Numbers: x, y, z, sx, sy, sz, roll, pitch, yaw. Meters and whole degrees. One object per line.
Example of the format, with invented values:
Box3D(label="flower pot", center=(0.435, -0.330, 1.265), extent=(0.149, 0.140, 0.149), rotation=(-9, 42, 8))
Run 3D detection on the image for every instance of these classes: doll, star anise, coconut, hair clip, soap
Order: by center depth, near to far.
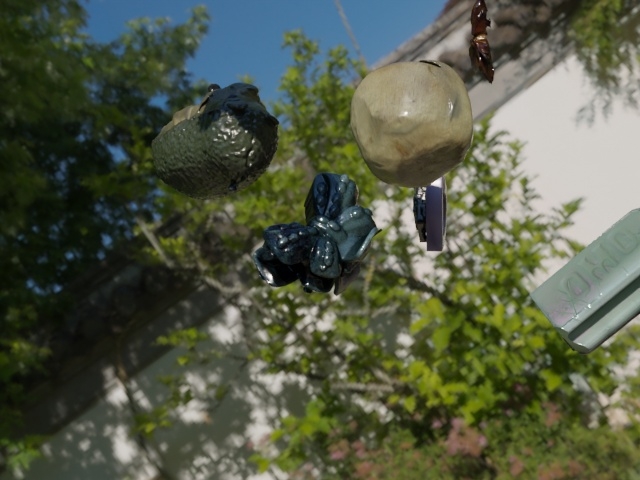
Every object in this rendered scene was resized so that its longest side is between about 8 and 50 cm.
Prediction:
Box3D(label="coconut", center=(0.153, -0.203, 1.567), extent=(0.224, 0.224, 0.224), rotation=(-36, -9, -7))
Box3D(label="soap", center=(0.503, 0.067, 1.627), extent=(0.261, 0.094, 0.150), rotation=(-42, 29, 10))
Box3D(label="doll", center=(-0.216, -0.212, 2.009), extent=(0.247, 0.247, 0.349), rotation=(-33, 14, -24))
Box3D(label="hair clip", center=(0.006, 0.001, 2.054), extent=(0.310, 0.206, 0.195), rotation=(-47, -14, -39))
Box3D(label="star anise", center=(0.391, -0.480, 2.303), extent=(0.053, 0.213, 0.157), rotation=(-9, -5, 1))

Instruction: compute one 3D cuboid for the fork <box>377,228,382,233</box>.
Box3D(label="fork", center=(0.059, 0.039, 2.379), extent=(0.235, 0.021, 0.039), rotation=(-38, -36, -5))

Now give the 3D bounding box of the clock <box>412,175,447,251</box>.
Box3D(label="clock", center=(0.220, -0.057, 1.894), extent=(0.064, 0.172, 0.198), rotation=(2, -24, 12))
